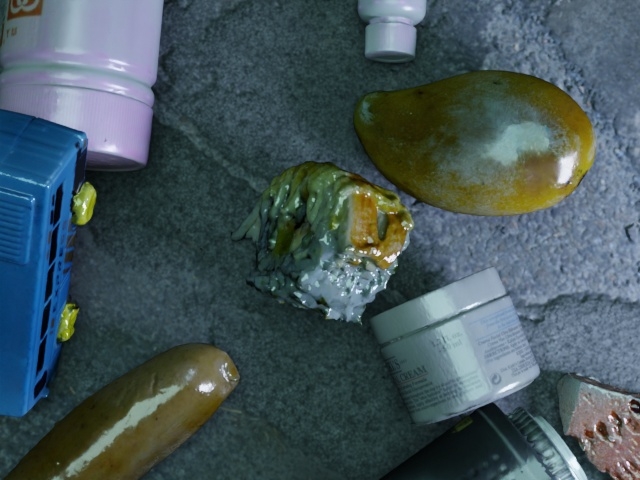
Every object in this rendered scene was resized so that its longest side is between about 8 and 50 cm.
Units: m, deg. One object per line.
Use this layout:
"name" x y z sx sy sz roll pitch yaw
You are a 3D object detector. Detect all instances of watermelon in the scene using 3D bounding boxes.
"watermelon" 0.407 0.251 1.662 0.241 0.094 0.154 31 95 6

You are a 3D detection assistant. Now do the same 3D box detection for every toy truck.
"toy truck" -0.384 0.035 1.582 0.161 0.162 0.384 16 122 2

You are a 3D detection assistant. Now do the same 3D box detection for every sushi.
"sushi" 0.000 0.000 1.638 0.139 0.274 0.184 23 88 -23

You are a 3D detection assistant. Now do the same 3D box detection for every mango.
"mango" 0.195 -0.130 1.675 0.316 0.146 0.192 8 76 9

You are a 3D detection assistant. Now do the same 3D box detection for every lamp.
"lamp" 0.185 0.322 1.593 0.374 0.205 0.272 35 82 11

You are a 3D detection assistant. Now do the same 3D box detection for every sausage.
"sausage" -0.313 0.305 1.649 0.136 0.123 0.501 44 86 4

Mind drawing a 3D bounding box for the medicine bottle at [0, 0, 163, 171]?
"medicine bottle" -0.308 -0.258 1.673 0.202 0.202 0.315 5 83 2

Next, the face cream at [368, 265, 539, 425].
"face cream" 0.168 0.134 1.626 0.177 0.177 0.152 -22 84 -1

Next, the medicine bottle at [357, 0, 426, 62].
"medicine bottle" 0.097 -0.370 1.728 0.095 0.095 0.260 2 82 2
